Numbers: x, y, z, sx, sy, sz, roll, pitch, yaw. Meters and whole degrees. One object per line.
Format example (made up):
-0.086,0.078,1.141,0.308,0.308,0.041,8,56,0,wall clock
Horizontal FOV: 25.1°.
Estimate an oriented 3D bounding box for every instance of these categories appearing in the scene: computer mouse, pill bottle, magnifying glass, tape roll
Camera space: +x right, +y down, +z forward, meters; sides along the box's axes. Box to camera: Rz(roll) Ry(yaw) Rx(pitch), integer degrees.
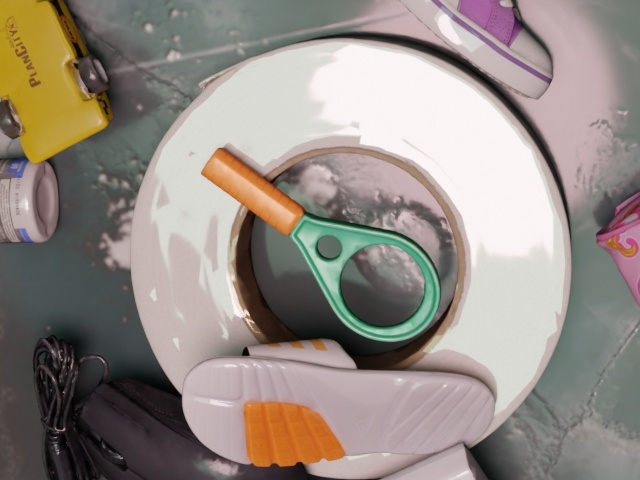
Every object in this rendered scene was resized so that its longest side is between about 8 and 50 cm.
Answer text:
-0.144,0.201,1.270,0.272,0.072,0.189,13,124,18,computer mouse
-0.313,-0.035,1.299,0.137,0.078,0.078,-1,101,9,pill bottle
0.000,0.000,1.209,0.231,0.026,0.092,36,104,2,magnifying glass
0.025,0.014,1.256,0.391,0.072,0.392,2,101,10,tape roll

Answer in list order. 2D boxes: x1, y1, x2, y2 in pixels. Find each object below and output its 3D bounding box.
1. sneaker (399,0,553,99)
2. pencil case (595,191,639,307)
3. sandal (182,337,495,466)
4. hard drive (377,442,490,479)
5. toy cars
0.120,-0.255,1.176,0.282,0.102,0.161,45,101,-1,sneaker
0.349,0.077,1.194,0.124,0.124,0.284,-34,94,14,pencil case
0.012,0.133,1.214,0.265,0.076,0.102,4,117,-12,sandal
0.022,0.334,1.285,0.353,0.047,0.233,-26,122,13,hard drive
-0.341,-0.208,1.271,0.393,0.087,0.177,24,99,7,toy cars
